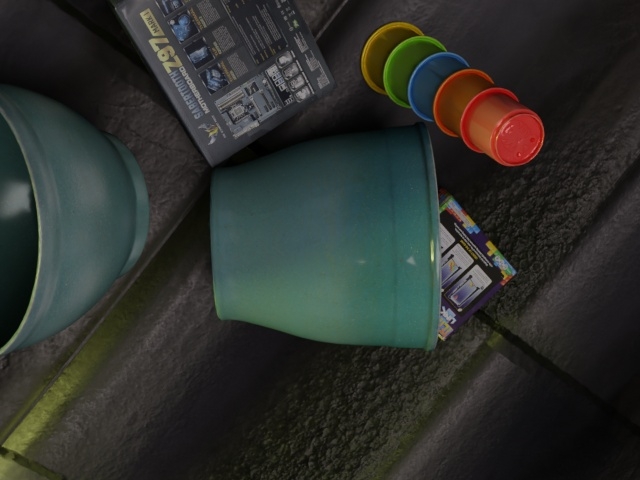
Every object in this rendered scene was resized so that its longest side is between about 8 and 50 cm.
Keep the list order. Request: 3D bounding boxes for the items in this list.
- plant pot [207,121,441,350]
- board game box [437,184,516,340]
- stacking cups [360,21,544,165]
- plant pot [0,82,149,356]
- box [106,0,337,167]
[{"bbox_3d":[0.000,0.000,1.418,0.255,0.271,0.271,-2,115,-2],"label":"plant pot"},{"bbox_3d":[0.163,0.032,1.623,0.141,0.048,0.170,-42,122,2],"label":"board game box"},{"bbox_3d":[0.144,-0.170,1.367,0.096,0.316,0.096,-8,114,-18],"label":"stacking cups"},{"bbox_3d":[-0.309,-0.029,1.284,0.196,0.293,0.293,-9,119,-49],"label":"plant pot"},{"bbox_3d":[-0.110,-0.227,1.383,0.183,0.059,0.232,-34,122,-6],"label":"box"}]
